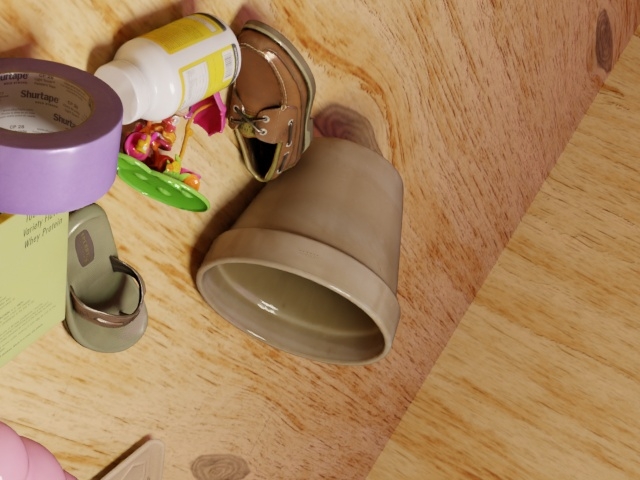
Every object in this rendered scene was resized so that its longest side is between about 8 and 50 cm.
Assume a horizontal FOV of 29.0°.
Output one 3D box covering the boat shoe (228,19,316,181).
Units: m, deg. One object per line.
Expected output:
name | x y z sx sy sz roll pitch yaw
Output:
boat shoe | -0.074 -0.185 1.770 0.104 0.110 0.307 -53 156 -20

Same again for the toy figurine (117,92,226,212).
toy figurine | -0.192 -0.144 1.618 0.173 0.130 0.159 34 71 -43

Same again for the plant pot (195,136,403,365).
plant pot | 0.000 0.000 1.953 0.323 0.323 0.280 73 34 -60

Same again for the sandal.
sandal | -0.287 0.068 1.651 0.120 0.086 0.303 -50 155 -23

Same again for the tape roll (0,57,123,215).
tape roll | -0.302 -0.111 1.282 0.189 0.189 0.080 -35 146 -47

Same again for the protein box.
protein box | -0.385 0.030 1.323 0.200 0.136 0.201 -42 152 -47

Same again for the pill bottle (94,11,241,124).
pill bottle | -0.189 -0.207 1.515 0.184 0.103 0.103 -35 146 -46

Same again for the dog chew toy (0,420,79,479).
dog chew toy | -0.409 0.348 1.599 0.206 0.206 0.332 -49 147 -27

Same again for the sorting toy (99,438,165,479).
sorting toy | -0.346 0.436 2.033 0.208 0.038 0.193 -32 144 -41
